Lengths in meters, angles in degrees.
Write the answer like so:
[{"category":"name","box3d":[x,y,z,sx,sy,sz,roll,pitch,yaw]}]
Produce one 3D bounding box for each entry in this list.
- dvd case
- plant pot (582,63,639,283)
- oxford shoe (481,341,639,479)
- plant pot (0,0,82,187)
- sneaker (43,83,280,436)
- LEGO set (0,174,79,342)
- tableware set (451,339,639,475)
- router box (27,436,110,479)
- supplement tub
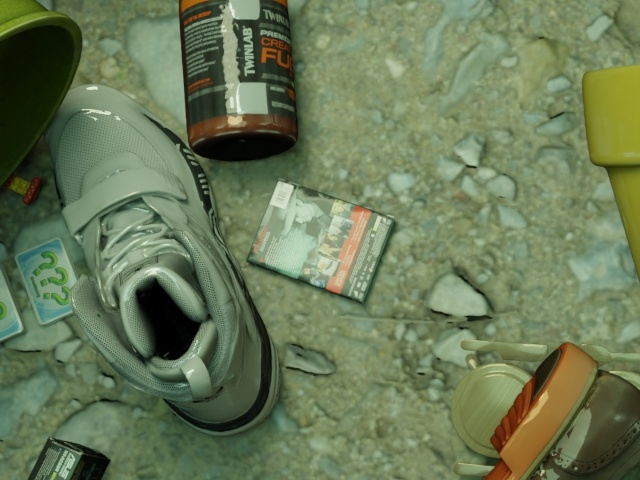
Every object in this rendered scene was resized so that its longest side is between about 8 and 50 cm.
[{"category":"dvd case","box3d":[0.000,0.000,1.532,0.119,0.013,0.087,19,82,10]},{"category":"plant pot","box3d":[0.357,-0.037,1.381,0.254,0.254,0.239,-4,93,7]},{"category":"oxford shoe","box3d":[0.163,0.271,1.390,0.133,0.130,0.363,32,99,0]},{"category":"plant pot","box3d":[-0.455,-0.166,1.383,0.353,0.366,0.366,43,88,5]},{"category":"sneaker","box3d":[-0.157,-0.001,1.453,0.137,0.210,0.365,-28,76,2]},{"category":"LEGO set","box3d":[-0.349,-0.016,1.564,0.183,0.060,0.244,-22,76,0]},{"category":"tableware set","box3d":[0.215,0.154,1.460,0.194,0.039,0.128,4,91,15]},{"category":"router box","box3d":[-0.244,0.242,1.479,0.038,0.092,0.122,24,83,12]},{"category":"supplement tub","box3d":[-0.079,-0.180,1.531,0.106,0.106,0.197,-7,79,7]}]
